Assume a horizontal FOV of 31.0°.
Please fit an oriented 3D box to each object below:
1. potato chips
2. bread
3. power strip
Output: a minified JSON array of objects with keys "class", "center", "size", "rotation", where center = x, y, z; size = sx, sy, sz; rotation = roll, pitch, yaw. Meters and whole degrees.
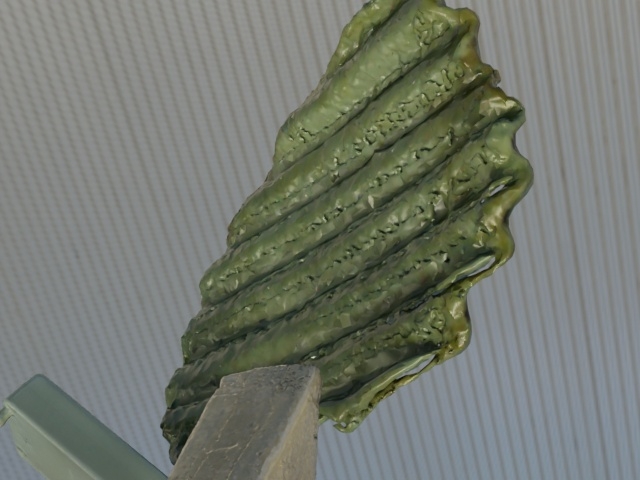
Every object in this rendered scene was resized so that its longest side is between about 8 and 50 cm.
[{"class":"potato chips","center":[0.000,0.000,0.906],"size":[0.070,0.359,0.429],"rotation":[25,141,-27]},{"class":"bread","center":[-0.038,0.159,0.685],"size":[0.077,0.152,0.105],"rotation":[-6,119,25]},{"class":"power strip","center":[-0.157,0.212,0.893],"size":[0.215,0.061,0.145],"rotation":[35,147,23]}]
